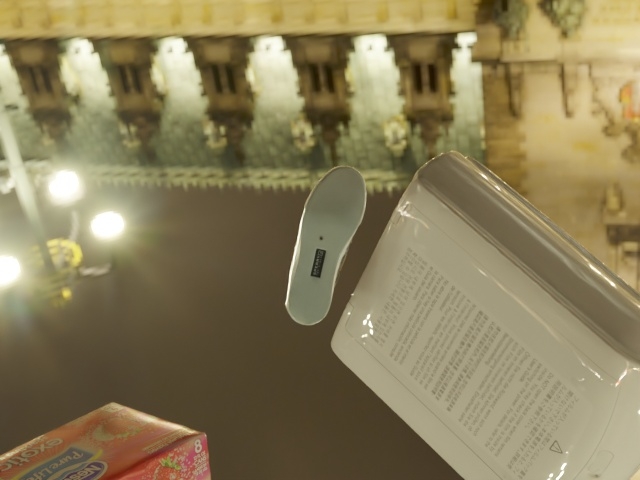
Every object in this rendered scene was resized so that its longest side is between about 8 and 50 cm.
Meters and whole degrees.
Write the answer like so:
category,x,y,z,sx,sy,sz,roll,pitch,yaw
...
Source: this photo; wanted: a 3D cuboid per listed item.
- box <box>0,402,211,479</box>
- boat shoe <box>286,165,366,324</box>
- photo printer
category,x,y,z,sx,sy,sz,roll,pitch,yaw
box,-0.222,0.247,1.014,0.128,0.123,0.257,10,-159,38
boat shoe,0.000,0.000,1.339,0.065,0.183,0.083,17,-172,-6
photo printer,0.173,0.104,1.098,0.307,0.256,0.107,42,-139,23
